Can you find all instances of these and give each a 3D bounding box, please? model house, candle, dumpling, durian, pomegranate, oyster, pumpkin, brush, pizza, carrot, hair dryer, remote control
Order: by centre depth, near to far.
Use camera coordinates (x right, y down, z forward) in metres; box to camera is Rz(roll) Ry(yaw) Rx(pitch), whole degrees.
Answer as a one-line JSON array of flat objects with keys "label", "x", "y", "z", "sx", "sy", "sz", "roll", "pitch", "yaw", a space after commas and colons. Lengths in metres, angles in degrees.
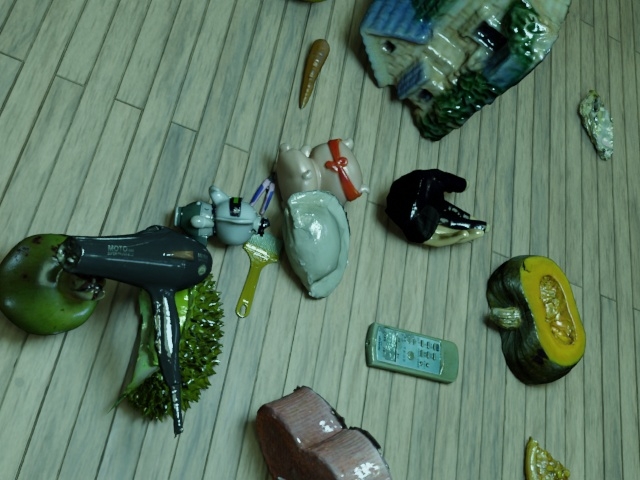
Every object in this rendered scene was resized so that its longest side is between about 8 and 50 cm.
[{"label": "hair dryer", "x": -0.274, "y": 0.148, "z": 1.145, "sx": 0.304, "sy": 0.120, "sz": 0.359, "roll": 5, "pitch": 73, "yaw": -62}, {"label": "pomegranate", "x": -0.452, "y": 0.086, "z": 1.203, "sx": 0.179, "sy": 0.179, "sz": 0.210, "roll": -21, "pitch": 38, "yaw": -33}, {"label": "candle", "x": -0.009, "y": 0.439, "z": 1.281, "sx": 0.131, "sy": 0.287, "sz": 0.317, "roll": -19, "pitch": 37, "yaw": -30}, {"label": "durian", "x": -0.274, "y": 0.168, "z": 1.338, "sx": 0.169, "sy": 0.158, "sz": 0.351, "roll": -1, "pitch": 66, "yaw": 9}, {"label": "brush", "x": -0.139, "y": 0.071, "z": 1.488, "sx": 0.083, "sy": 0.011, "sz": 0.205, "roll": 25, "pitch": 61, "yaw": -18}, {"label": "dumpling", "x": 0.000, "y": 0.000, "z": 1.520, "sx": 0.173, "sy": 0.142, "sz": 0.247, "roll": -23, "pitch": 115, "yaw": -31}, {"label": "remote control", "x": 0.210, "y": 0.255, "z": 1.581, "sx": 0.234, "sy": 0.038, "sz": 0.098, "roll": 16, "pitch": 62, "yaw": -21}, {"label": "pizza", "x": 0.531, "y": 0.549, "z": 1.628, "sx": 0.131, "sy": 0.041, "sz": 0.178, "roll": 14, "pitch": 64, "yaw": -24}, {"label": "pumpkin", "x": 0.513, "y": 0.190, "z": 1.714, "sx": 0.222, "sy": 0.139, "sz": 0.317, "roll": 1, "pitch": 72, "yaw": -31}, {"label": "model house", "x": 0.316, "y": -0.558, "z": 1.735, "sx": 0.400, "sy": 0.445, "sz": 0.395, "roll": 38, "pitch": 59, "yaw": -12}, {"label": "carrot", "x": -0.020, "y": -0.414, "z": 1.736, "sx": 0.048, "sy": 0.048, "sz": 0.216, "roll": 24, "pitch": 65, "yaw": -17}, {"label": "oyster", "x": 0.847, "y": -0.348, "z": 2.159, "sx": 0.133, "sy": 0.072, "sz": 0.209, "roll": -37, "pitch": 109, "yaw": -40}]

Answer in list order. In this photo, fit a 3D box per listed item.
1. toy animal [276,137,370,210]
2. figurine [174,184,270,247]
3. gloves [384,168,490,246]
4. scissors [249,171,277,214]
[{"label": "toy animal", "x": 0.004, "y": -0.148, "z": 1.575, "sx": 0.198, "sy": 0.171, "sz": 0.171, "roll": -9, "pitch": 74, "yaw": -23}, {"label": "figurine", "x": -0.199, "y": -0.043, "z": 1.438, "sx": 0.193, "sy": 0.147, "sz": 0.126, "roll": 8, "pitch": 84, "yaw": -5}, {"label": "gloves", "x": 0.289, "y": -0.078, "z": 1.696, "sx": 0.301, "sy": 0.152, "sz": 0.197, "roll": 20, "pitch": 83, "yaw": -27}, {"label": "scissors", "x": -0.122, "y": -0.109, "z": 1.570, "sx": 0.039, "sy": 0.012, "sz": 0.113, "roll": 33, "pitch": 58, "yaw": -13}]
